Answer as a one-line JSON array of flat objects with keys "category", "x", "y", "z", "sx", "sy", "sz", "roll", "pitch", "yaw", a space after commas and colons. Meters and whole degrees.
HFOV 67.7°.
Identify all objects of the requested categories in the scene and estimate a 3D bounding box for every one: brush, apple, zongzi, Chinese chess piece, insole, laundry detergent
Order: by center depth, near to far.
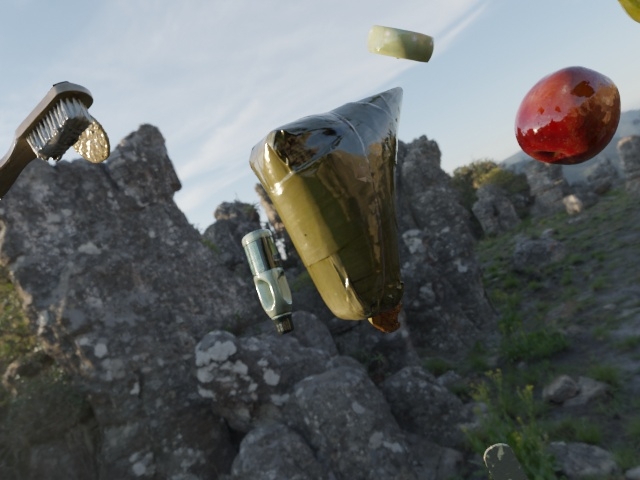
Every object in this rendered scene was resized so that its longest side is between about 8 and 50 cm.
[{"category": "zongzi", "x": 0.080, "y": -0.066, "z": 0.670, "sx": 0.300, "sy": 0.274, "sz": 0.145, "roll": -30, "pitch": 4, "yaw": -33}, {"category": "brush", "x": -0.494, "y": -0.142, "z": 0.812, "sx": 0.327, "sy": 0.065, "sz": 0.070, "roll": -32, "pitch": -15, "yaw": 23}, {"category": "insole", "x": 0.418, "y": 0.531, "z": 1.005, "sx": 0.081, "sy": 0.248, "sz": 0.011, "roll": -29, "pitch": 8, "yaw": 8}, {"category": "Chinese chess piece", "x": 0.170, "y": -0.417, "z": 1.019, "sx": 0.144, "sy": 0.058, "sz": 0.144, "roll": 9, "pitch": 23, "yaw": -4}, {"category": "laundry detergent", "x": -0.107, "y": 0.093, "z": 1.033, "sx": 0.070, "sy": 0.226, "sz": 0.099, "roll": -15, "pitch": -10, "yaw": -20}, {"category": "apple", "x": 0.572, "y": -0.284, "z": 1.113, "sx": 0.218, "sy": 0.218, "sz": 0.201, "roll": 146, "pitch": 147, "yaw": -81}]

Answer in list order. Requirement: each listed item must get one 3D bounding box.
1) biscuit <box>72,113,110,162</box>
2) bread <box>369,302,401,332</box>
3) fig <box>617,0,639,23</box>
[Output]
[{"category": "biscuit", "x": -0.497, "y": -0.221, "z": 1.018, "sx": 0.120, "sy": 0.120, "sz": 0.015, "roll": -26, "pitch": 19, "yaw": 36}, {"category": "bread", "x": 0.220, "y": 0.245, "z": 1.669, "sx": 0.125, "sy": 0.156, "sz": 0.086, "roll": -4, "pitch": 16, "yaw": -25}, {"category": "fig", "x": 0.604, "y": -0.474, "z": 0.892, "sx": 0.184, "sy": 0.133, "sz": 0.126, "roll": 3, "pitch": 20, "yaw": 6}]
